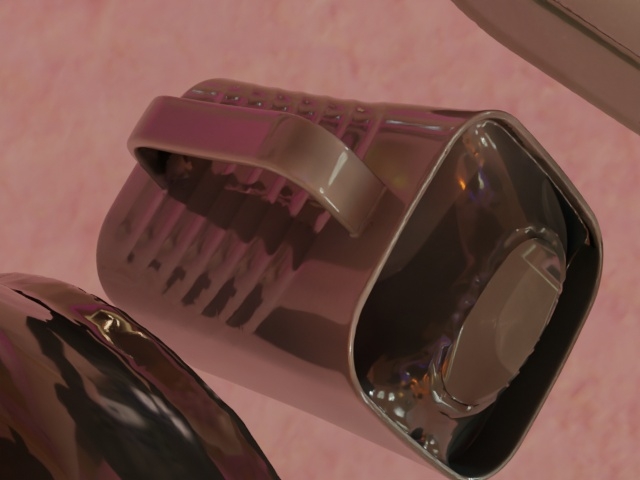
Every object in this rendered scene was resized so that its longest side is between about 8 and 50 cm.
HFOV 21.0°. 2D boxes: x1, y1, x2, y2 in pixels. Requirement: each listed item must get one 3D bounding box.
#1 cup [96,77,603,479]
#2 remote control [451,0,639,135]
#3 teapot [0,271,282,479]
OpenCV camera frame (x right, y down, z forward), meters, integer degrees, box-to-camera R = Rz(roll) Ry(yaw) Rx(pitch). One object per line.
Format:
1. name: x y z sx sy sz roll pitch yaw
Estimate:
1. cup: 0.000 0.000 0.523 0.128 0.129 0.095 42 70 -43
2. remote control: 0.131 -0.052 0.540 0.247 0.104 0.052 36 79 13
3. teapot: -0.205 0.152 0.395 0.361 0.305 0.376 -21 54 -36
